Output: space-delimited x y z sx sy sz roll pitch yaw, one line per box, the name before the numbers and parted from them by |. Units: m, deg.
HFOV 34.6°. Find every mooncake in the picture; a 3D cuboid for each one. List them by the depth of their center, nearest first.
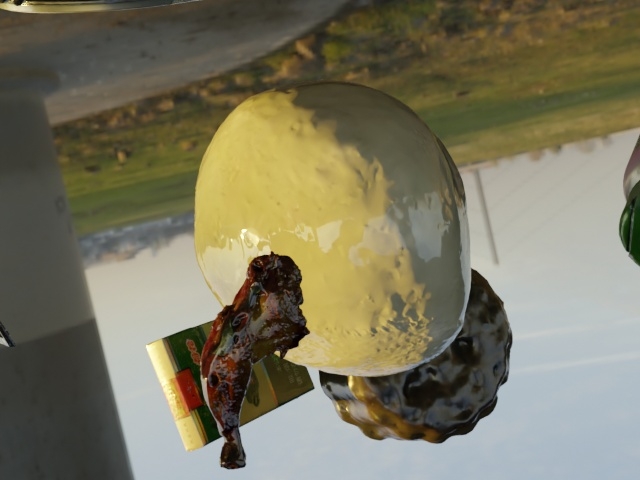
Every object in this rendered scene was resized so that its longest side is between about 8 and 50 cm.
mooncake | 0.111 0.123 1.199 0.228 0.228 0.124 -14 176 -21

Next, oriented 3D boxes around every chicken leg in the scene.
chicken leg | -0.048 0.076 0.665 0.062 0.145 0.037 27 -171 9

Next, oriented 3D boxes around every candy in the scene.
candy | 0.000 0.000 0.872 0.185 0.295 0.295 -26 -171 -29

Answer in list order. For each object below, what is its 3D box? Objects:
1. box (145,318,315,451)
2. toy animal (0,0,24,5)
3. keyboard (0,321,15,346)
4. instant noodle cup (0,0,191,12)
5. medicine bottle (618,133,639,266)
box | -0.102 0.155 1.241 0.034 0.132 0.235 -24 175 33
toy animal | -0.276 -0.233 0.765 0.148 0.084 0.233 -45 165 15
keyboard | -0.429 0.091 1.256 0.010 0.063 0.198 -40 -151 -29
instant noodle cup | -0.231 -0.352 1.095 0.303 0.181 0.258 -5 -159 -6
medicine bottle | 0.368 -0.083 0.978 0.133 0.133 0.274 -10 -149 40
